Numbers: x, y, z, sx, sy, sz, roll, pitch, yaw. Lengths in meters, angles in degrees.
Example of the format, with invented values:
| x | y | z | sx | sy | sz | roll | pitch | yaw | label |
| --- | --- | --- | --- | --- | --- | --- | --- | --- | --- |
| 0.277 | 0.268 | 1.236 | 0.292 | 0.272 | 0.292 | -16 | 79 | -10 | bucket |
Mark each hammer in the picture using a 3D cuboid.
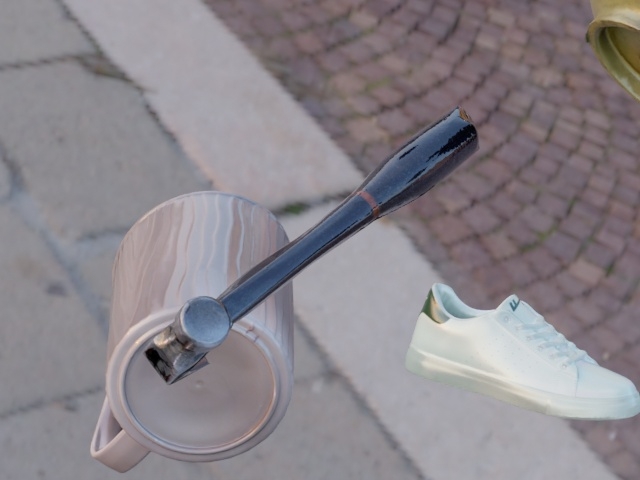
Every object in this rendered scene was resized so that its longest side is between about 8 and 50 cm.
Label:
| x | y | z | sx | sy | sz | roll | pitch | yaw | label |
| --- | --- | --- | --- | --- | --- | --- | --- | --- | --- |
| 0.000 | 0.000 | 1.100 | 0.290 | 0.137 | 0.037 | -37 | 88 | -28 | hammer |

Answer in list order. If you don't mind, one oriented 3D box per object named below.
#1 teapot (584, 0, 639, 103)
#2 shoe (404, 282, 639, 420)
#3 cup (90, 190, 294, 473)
| x | y | z | sx | sy | sz | roll | pitch | yaw | label |
| --- | --- | --- | --- | --- | --- | --- | --- | --- | --- |
| 0.280 | -0.176 | 1.114 | 0.173 | 0.269 | 0.182 | 39 | 80 | 14 | teapot |
| 0.218 | 0.117 | 1.802 | 0.265 | 0.110 | 0.095 | 10 | 9 | 22 | shoe |
| -0.161 | 0.107 | 1.883 | 0.288 | 0.208 | 0.273 | -24 | 26 | 9 | cup |
